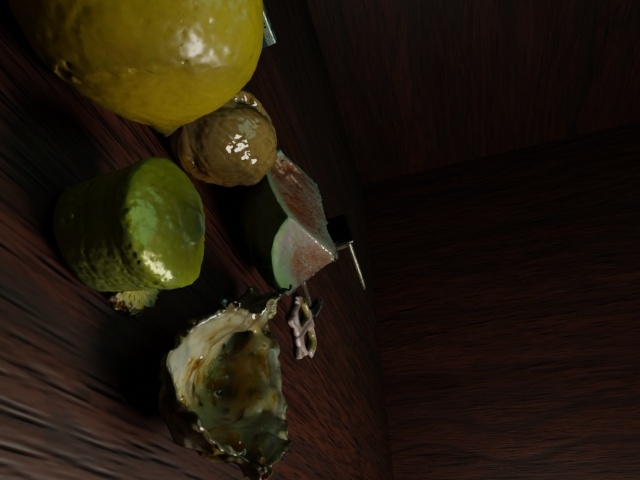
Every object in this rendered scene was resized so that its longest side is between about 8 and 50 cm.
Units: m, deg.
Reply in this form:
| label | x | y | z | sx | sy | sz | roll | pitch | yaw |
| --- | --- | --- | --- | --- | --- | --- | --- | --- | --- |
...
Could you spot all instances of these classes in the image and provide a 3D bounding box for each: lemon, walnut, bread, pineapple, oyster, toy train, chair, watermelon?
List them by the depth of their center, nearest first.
| label | x | y | z | sx | sy | sz | roll | pitch | yaw |
| --- | --- | --- | --- | --- | --- | --- | --- | --- | --- |
| bread | -0.182 | -0.014 | 0.392 | 0.111 | 0.114 | 0.129 | 50 | 32 | -63 |
| lemon | -0.174 | -0.247 | 0.393 | 0.228 | 0.229 | 0.253 | -32 | 104 | -76 |
| pineapple | -0.204 | 0.058 | 0.456 | 0.083 | 0.019 | 0.045 | -76 | 146 | -61 |
| oyster | -0.109 | 0.146 | 0.539 | 0.337 | 0.133 | 0.197 | -73 | 147 | -69 |
| walnut | -0.148 | -0.158 | 0.603 | 0.184 | 0.156 | 0.155 | 43 | 37 | -70 |
| watermelon | -0.066 | -0.051 | 0.782 | 0.305 | 0.180 | 0.223 | -99 | -162 | -55 |
| chair | 0.000 | 0.000 | 1.028 | 0.188 | 0.166 | 0.272 | -98 | 169 | -64 |
| toy train | -0.186 | -0.646 | 1.082 | 0.233 | 0.051 | 0.052 | 65 | 15 | -47 |

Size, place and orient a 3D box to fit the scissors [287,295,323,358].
| label | x | y | z | sx | sy | sz | roll | pitch | yaw |
| --- | --- | --- | --- | --- | --- | --- | --- | --- | --- |
| scissors | -0.028 | 0.210 | 1.074 | 0.317 | 0.024 | 0.160 | -28 | 104 | -77 |

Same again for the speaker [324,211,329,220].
| label | x | y | z | sx | sy | sz | roll | pitch | yaw |
| --- | --- | --- | --- | --- | --- | --- | --- | --- | --- |
| speaker | 0.000 | -0.042 | 1.380 | 0.191 | 0.040 | 0.046 | -74 | 152 | -65 |
